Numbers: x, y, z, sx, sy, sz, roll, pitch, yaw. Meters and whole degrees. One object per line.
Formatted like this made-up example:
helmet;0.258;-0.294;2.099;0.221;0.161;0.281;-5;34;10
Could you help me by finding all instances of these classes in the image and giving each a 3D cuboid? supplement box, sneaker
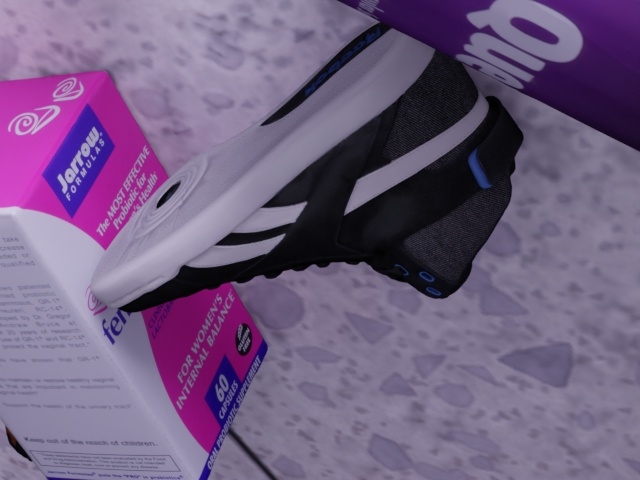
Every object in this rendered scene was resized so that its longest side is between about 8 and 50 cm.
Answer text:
supplement box;-0.133;0.027;0.872;0.114;0.111;0.220;-3;134;30
sneaker;0.000;0.000;0.757;0.217;0.079;0.121;-35;113;27

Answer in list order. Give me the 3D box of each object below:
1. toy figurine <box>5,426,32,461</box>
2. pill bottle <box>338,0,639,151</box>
toy figurine;-0.263;0.118;0.967;0.213;0.209;0.148;1;125;27
pill bottle;0.115;-0.122;0.509;0.323;0.181;0.181;27;142;-1
